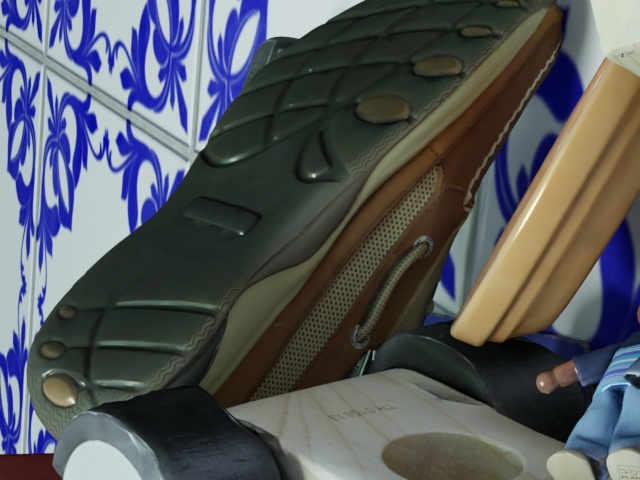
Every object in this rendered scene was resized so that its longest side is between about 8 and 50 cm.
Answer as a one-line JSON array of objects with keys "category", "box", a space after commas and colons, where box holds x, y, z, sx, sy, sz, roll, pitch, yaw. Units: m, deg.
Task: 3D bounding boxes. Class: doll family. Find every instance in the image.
[{"category": "doll family", "box": [0.165, 0.043, 0.676, 0.111, 0.193, 0.076, -60, -33, -46]}]

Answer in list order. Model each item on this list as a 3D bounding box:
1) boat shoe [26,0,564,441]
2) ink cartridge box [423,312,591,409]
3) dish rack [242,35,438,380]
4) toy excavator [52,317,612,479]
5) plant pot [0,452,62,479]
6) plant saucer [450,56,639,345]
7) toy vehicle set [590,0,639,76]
[{"category": "boat shoe", "box": [0.000, 0.000, 0.923, 0.122, 0.324, 0.120, 24, 153, 48]}, {"category": "ink cartridge box", "box": [0.044, 0.206, 1.065, 0.324, 0.071, 0.330, -175, 84, -68]}, {"category": "dish rack", "box": [0.006, 0.000, 1.102, 0.271, 0.074, 0.208, 36, 110, 59]}, {"category": "toy excavator", "box": [0.091, 0.299, 0.760, 0.433, 0.222, 0.445, 23, 118, 47]}, {"category": "plant pot", "box": [-0.095, 0.234, 1.007, 0.235, 0.267, 0.267, -19, 72, 56]}, {"category": "plant saucer", "box": [0.118, -0.039, 0.796, 0.200, 0.037, 0.200, -60, -4, -7]}, {"category": "toy vehicle set", "box": [0.134, -0.170, 0.712, 0.035, 0.166, 0.267, -21, 67, 32]}]
